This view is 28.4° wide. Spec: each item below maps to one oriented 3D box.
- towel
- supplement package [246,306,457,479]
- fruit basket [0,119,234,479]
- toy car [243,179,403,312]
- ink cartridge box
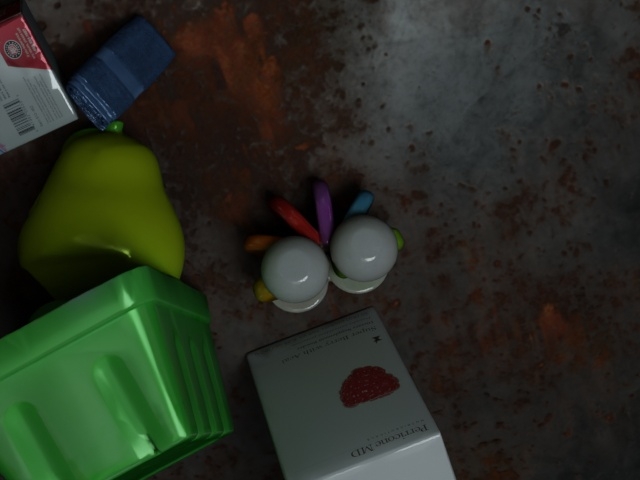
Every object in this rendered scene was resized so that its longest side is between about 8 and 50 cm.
[{"bbox_3d":[-0.212,-0.179,1.334,0.119,0.029,0.067,-50,116,-24],"label":"towel"},{"bbox_3d":[0.041,0.240,1.469,0.178,0.293,0.175,-20,118,-4],"label":"supplement package"},{"bbox_3d":[-0.248,0.075,1.338,0.283,0.392,0.392,-29,117,1],"label":"fruit basket"},{"bbox_3d":[0.000,0.000,1.447,0.182,0.159,0.136,-17,81,-4],"label":"toy car"},{"bbox_3d":[-0.360,-0.155,1.315,0.175,0.072,0.127,-25,118,-1],"label":"ink cartridge box"}]
